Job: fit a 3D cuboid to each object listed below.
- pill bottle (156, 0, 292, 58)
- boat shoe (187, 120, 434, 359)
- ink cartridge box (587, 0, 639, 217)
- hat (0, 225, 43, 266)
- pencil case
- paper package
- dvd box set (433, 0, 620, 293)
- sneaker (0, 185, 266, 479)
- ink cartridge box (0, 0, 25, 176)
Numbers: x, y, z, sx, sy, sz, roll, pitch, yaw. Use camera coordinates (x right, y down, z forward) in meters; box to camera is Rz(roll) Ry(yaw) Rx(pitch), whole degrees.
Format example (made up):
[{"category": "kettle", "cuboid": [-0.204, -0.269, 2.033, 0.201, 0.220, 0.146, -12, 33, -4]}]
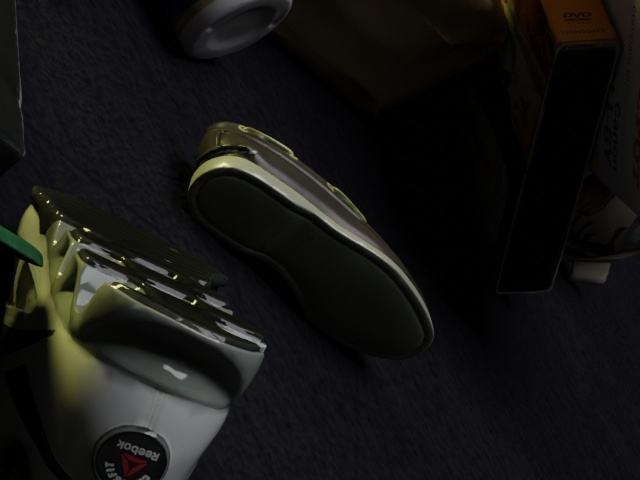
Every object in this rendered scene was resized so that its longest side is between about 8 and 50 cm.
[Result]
[{"category": "pill bottle", "cuboid": [-0.099, -0.232, 1.378, 0.169, 0.094, 0.094, 62, 22, 14]}, {"category": "boat shoe", "cuboid": [0.000, 0.000, 1.278, 0.228, 0.081, 0.069, 41, 30, -28]}, {"category": "ink cartridge box", "cuboid": [0.308, -0.198, 1.576, 0.385, 0.160, 0.279, -119, -151, -68]}, {"category": "hat", "cuboid": [-0.234, 0.049, 0.795, 0.208, 0.183, 0.173, 22, -8, 46]}, {"category": "pencil case", "cuboid": [0.253, -0.157, 1.944, 0.160, 0.183, 0.410, 9, 44, -25]}, {"category": "paper package", "cuboid": [-0.007, -0.325, 1.607, 0.309, 0.168, 0.325, 36, 30, -42]}, {"category": "dvd box set", "cuboid": [0.171, -0.204, 1.706, 0.308, 0.062, 0.420, 99, -15, -46]}, {"category": "sneaker", "cuboid": [-0.119, 0.065, 0.918, 0.122, 0.146, 0.330, 25, 6, -11]}, {"category": "ink cartridge box", "cuboid": [-0.259, -0.200, 1.040, 0.176, 0.069, 0.371, 37, 26, -39]}]
